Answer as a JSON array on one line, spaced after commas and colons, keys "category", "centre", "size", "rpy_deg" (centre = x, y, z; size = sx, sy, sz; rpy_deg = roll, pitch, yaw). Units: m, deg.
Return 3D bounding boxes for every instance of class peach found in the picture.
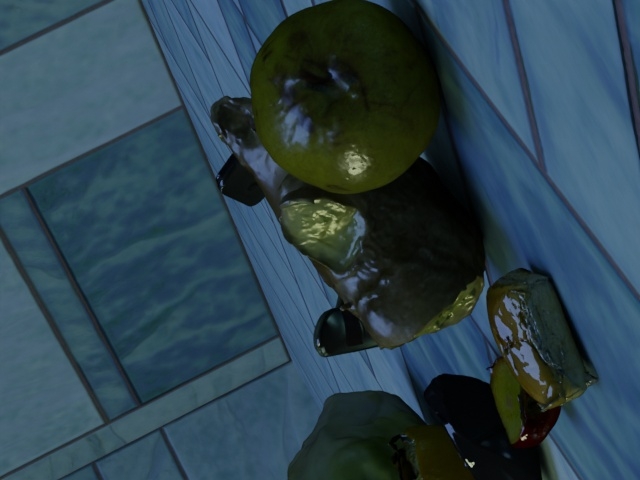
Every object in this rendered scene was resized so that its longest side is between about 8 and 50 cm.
[{"category": "peach", "centre": [0.174, 0.134, 1.677], "size": [0.083, 0.050, 0.077], "rpy_deg": [-172, 78, -72]}]

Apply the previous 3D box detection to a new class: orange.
[{"category": "orange", "centre": [0.150, 0.267, 2.196], "size": [0.160, 0.112, 0.170], "rpy_deg": [57, -153, 0]}]

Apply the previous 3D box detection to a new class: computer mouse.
[{"category": "computer mouse", "centre": [0.167, 0.195, 1.910], "size": [0.122, 0.073, 0.217], "rpy_deg": [61, -179, 40]}]

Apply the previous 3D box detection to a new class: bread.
[{"category": "bread", "centre": [0.164, 0.076, 1.513], "size": [0.072, 0.053, 0.106], "rpy_deg": [-155, 44, -75]}]

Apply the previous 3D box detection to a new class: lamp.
[{"category": "lamp", "centre": [0.006, -0.002, 2.409], "size": [0.283, 0.124, 0.203], "rpy_deg": [58, -167, 19]}]

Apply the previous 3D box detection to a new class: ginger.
[{"category": "ginger", "centre": [0.029, -0.036, 1.646], "size": [0.270, 0.123, 0.219], "rpy_deg": [52, -154, 5]}]

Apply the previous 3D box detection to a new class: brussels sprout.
[{"category": "brussels sprout", "centre": [0.087, 0.341, 2.560], "size": [0.316, 0.243, 0.274], "rpy_deg": [67, -161, 3]}]

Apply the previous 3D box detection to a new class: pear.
[{"category": "pear", "centre": [0.018, -0.109, 1.508], "size": [0.148, 0.149, 0.162], "rpy_deg": [63, 179, 5]}]
